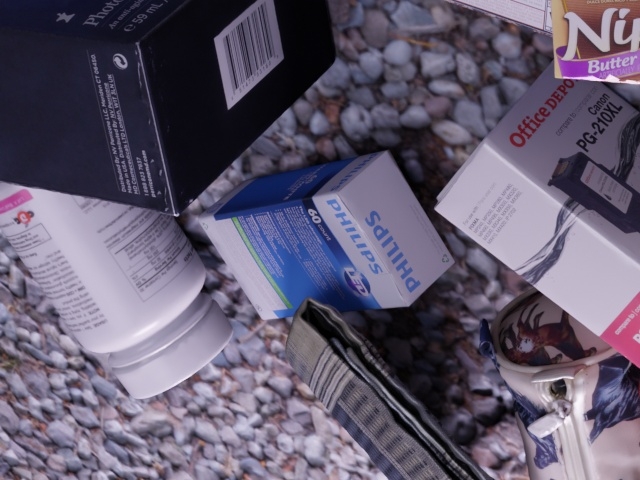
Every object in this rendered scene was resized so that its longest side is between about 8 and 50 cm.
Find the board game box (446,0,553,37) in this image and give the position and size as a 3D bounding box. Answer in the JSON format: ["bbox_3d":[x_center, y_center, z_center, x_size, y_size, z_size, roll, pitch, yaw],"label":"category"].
[{"bbox_3d":[0.180,-0.313,1.401,0.232,0.141,0.291,22,144,19],"label":"board game box"}]

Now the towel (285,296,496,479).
[{"bbox_3d":[0.084,0.193,1.831,0.312,0.056,0.324,49,170,7],"label":"towel"}]

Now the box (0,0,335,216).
[{"bbox_3d":[-0.192,-0.188,1.677,0.294,0.296,0.183,9,127,29],"label":"box"}]

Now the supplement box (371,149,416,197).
[{"bbox_3d":[0.061,-0.035,1.802,0.062,0.036,0.098,-14,114,41],"label":"supplement box"}]

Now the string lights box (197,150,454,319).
[{"bbox_3d":[0.000,0.000,1.794,0.259,0.077,0.133,-8,118,56],"label":"string lights box"}]

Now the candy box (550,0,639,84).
[{"bbox_3d":[0.265,-0.168,1.346,0.186,0.053,0.109,6,140,15],"label":"candy box"}]

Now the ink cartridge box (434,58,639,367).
[{"bbox_3d":[0.245,-0.028,1.587,0.237,0.172,0.100,38,135,5],"label":"ink cartridge box"}]

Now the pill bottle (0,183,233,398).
[{"bbox_3d":[-0.224,0.018,1.948,0.160,0.160,0.283,-19,109,41],"label":"pill bottle"}]

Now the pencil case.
[{"bbox_3d":[0.275,0.232,1.754,0.160,0.183,0.410,1,123,33],"label":"pencil case"}]

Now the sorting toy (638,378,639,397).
[{"bbox_3d":[0.470,0.161,1.615,0.365,0.127,0.126,7,159,17],"label":"sorting toy"}]
